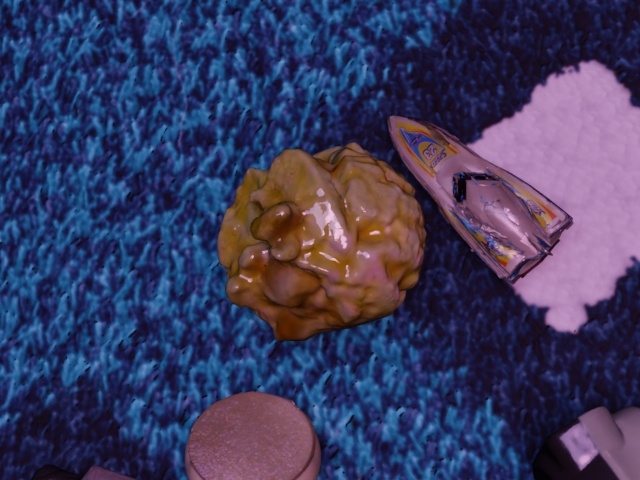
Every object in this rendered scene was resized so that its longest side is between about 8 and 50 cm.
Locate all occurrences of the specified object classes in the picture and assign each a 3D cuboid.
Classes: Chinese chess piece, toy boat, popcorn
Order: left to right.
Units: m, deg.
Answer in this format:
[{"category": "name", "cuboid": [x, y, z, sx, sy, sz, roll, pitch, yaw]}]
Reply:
[{"category": "Chinese chess piece", "cuboid": [-0.060, 0.194, 1.314, 0.122, 0.051, 0.122, -1, 47, 1]}, {"category": "popcorn", "cuboid": [0.000, -0.001, 1.309, 0.187, 0.185, 0.167, -14, 86, -16]}, {"category": "toy boat", "cuboid": [0.135, -0.046, 1.356, 0.084, 0.066, 0.210, -45, 72, -4]}]

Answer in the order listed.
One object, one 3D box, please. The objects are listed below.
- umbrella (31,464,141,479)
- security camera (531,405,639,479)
[{"category": "umbrella", "cuboid": [-0.108, 0.271, 1.320, 0.337, 0.067, 0.073, 18, 69, 16]}, {"category": "security camera", "cuboid": [0.333, 0.188, 1.203, 0.277, 0.197, 0.191, -30, 73, -7]}]
